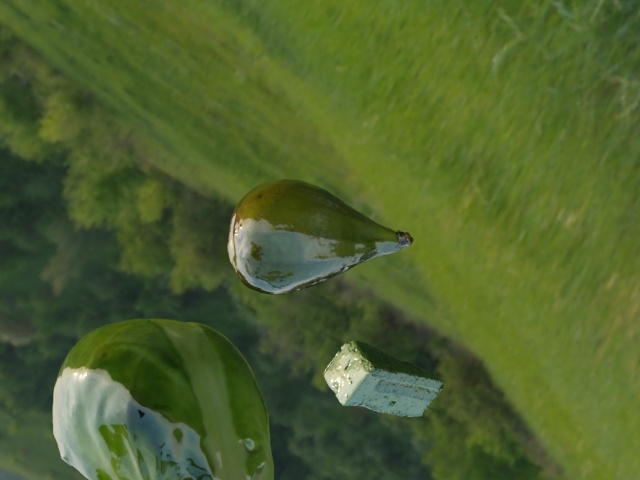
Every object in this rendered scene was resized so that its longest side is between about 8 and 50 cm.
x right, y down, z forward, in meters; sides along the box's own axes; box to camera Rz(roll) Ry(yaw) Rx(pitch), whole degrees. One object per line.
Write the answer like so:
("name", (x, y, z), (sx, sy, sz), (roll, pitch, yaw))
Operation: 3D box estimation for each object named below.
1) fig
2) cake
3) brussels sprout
("fig", (-0.009, -0.015, 1.290), (0.133, 0.185, 0.126), (102, 145, -64))
("cake", (0.134, 0.278, 2.255), (0.235, 0.100, 0.099), (26, -163, -27))
("brussels sprout", (-0.241, 0.282, 1.871), (0.371, 0.315, 0.276), (38, -158, 23))
